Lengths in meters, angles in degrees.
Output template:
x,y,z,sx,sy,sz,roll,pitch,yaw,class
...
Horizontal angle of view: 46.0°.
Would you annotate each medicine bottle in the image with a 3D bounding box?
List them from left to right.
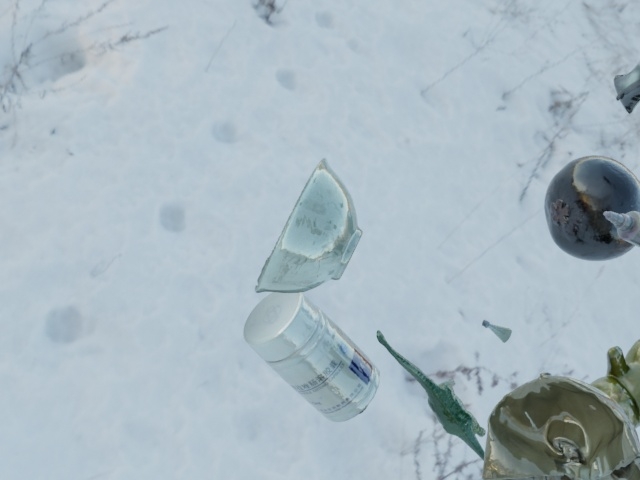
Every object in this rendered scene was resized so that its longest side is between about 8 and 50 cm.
x,y,z,sx,sy,sz,roll,pitch,yaw,class
-0.021,0.282,1.871,0.332,0.190,0.190,47,38,-24,medicine bottle
0.587,-0.017,1.375,0.199,0.057,0.058,21,45,-25,medicine bottle

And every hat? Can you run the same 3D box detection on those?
x,y,z,sx,sy,sz,roll,pitch,yaw,class
0.280,0.231,0.780,0.173,0.166,0.144,35,50,-35,hat

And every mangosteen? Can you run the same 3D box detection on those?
x,y,z,sx,sy,sz,roll,pitch,yaw,class
0.738,-0.086,1.954,0.302,0.275,0.275,-6,57,-25,mangosteen

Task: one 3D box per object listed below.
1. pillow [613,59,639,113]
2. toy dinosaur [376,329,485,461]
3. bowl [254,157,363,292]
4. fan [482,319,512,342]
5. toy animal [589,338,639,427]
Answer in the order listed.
x,y,z,sx,sy,sz,roll,pitch,yaw,class
0.704,-0.345,1.675,0.055,0.136,0.091,9,76,-10,pillow
0.309,0.413,1.860,0.447,0.087,0.301,54,7,25,toy dinosaur
0.000,0.000,1.550,0.146,0.313,0.313,28,43,1,bowl
0.409,0.209,1.745,0.016,0.038,0.193,24,-2,33,fan
0.648,0.343,1.614,0.363,0.180,0.181,-23,57,-19,toy animal
